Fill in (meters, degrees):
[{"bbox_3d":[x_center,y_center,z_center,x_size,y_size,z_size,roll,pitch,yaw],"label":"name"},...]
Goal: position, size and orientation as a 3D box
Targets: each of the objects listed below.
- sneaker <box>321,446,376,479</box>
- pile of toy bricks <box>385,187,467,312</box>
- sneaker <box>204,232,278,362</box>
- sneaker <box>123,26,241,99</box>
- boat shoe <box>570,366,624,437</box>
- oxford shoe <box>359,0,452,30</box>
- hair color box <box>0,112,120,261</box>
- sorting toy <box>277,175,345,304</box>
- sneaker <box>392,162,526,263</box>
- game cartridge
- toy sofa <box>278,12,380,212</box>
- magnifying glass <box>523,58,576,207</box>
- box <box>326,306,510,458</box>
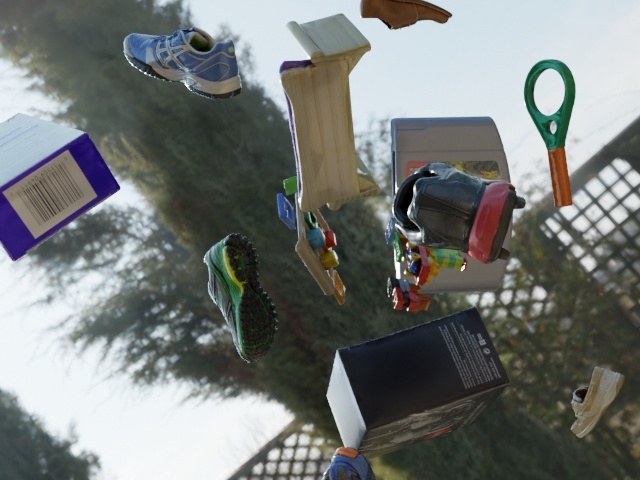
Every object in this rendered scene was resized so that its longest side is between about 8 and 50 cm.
[{"bbox_3d":[0.065,0.452,1.326,0.087,0.221,0.083,-37,11,-37],"label":"sneaker"},{"bbox_3d":[0.159,0.018,1.147,0.212,0.105,0.118,-91,13,-58],"label":"pile of toy bricks"},{"bbox_3d":[-0.220,0.163,2.170,0.134,0.343,0.146,-1,-19,-47],"label":"sneaker"},{"bbox_3d":[-0.199,-0.274,1.168,0.080,0.211,0.081,-39,-38,-48],"label":"sneaker"},{"bbox_3d":[0.472,0.280,1.407,0.063,0.059,0.170,-44,-23,-45],"label":"boat shoe"},{"bbox_3d":[0.171,-0.463,1.637,0.212,0.076,0.076,5,-72,-23],"label":"oxford shoe"},{"bbox_3d":[-0.465,-0.094,1.228,0.185,0.339,0.110,-39,-57,-22],"label":"hair color box"},{"bbox_3d":[0.000,0.000,1.821,0.047,0.196,0.347,-18,-48,16],"label":"sorting toy"},{"bbox_3d":[0.154,-0.036,0.934,0.276,0.135,0.097,-15,-59,-81],"label":"sneaker"},{"bbox_3d":[0.218,-0.060,1.332,0.196,0.294,0.060,-2,-2,-7],"label":"game cartridge"},{"bbox_3d":[0.004,-0.242,1.573,0.177,0.150,0.362,-17,-48,-10],"label":"toy sofa"},{"bbox_3d":[0.365,-0.167,1.249,0.026,0.231,0.092,-5,-2,-31],"label":"magnifying glass"},{"bbox_3d":[0.195,0.324,1.735,0.312,0.179,0.343,-15,-25,-10],"label":"box"}]
